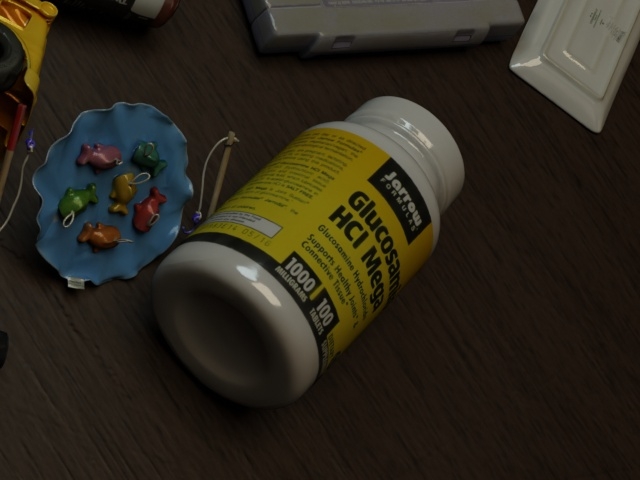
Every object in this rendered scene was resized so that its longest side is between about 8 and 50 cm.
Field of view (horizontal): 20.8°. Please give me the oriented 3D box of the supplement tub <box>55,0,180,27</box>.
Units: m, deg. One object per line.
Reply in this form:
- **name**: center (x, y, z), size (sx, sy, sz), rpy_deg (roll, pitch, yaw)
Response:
- **supplement tub**: center (-0.242, -0.291, 1.795), size (0.197, 0.106, 0.106), rpy_deg (12, 62, -25)

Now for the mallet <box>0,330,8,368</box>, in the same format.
- **mallet**: center (-0.312, 0.035, 1.643), size (0.062, 0.039, 0.190), rpy_deg (20, 55, -19)

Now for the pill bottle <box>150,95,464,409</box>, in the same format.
- **pill bottle**: center (0.000, 0.000, 1.741), size (0.188, 0.188, 0.334), rpy_deg (47, 53, -3)

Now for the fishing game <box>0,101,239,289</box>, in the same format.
- **fishing game**: center (-0.196, -0.040, 1.675), size (0.264, 0.041, 0.189), rpy_deg (10, 103, -43)

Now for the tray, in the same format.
- **tray**: center (0.337, -0.269, 2.167), size (0.145, 0.030, 0.270), rpy_deg (36, 54, -12)

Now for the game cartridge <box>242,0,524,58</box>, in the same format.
- **game cartridge**: center (0.056, -0.323, 2.014), size (0.355, 0.068, 0.230), rpy_deg (-7, 75, -32)

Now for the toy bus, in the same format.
- **toy bus**: center (-0.364, -0.208, 1.666), size (0.220, 0.149, 0.211), rpy_deg (25, 49, -15)
